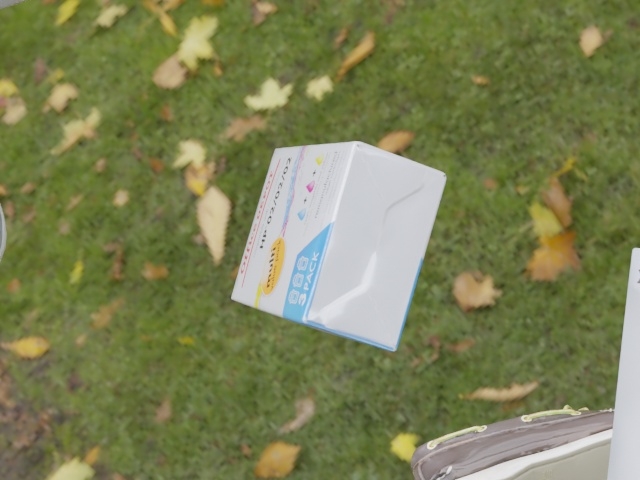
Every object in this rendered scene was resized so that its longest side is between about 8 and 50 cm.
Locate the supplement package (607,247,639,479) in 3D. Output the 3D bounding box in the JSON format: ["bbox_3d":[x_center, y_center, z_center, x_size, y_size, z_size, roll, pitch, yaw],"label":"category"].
[{"bbox_3d":[0.384,0.118,0.927,0.199,0.263,0.198,9,94,63],"label":"supplement package"}]

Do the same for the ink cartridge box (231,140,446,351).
[{"bbox_3d":[0.000,0.000,0.760,0.181,0.062,0.104,6,79,71],"label":"ink cartridge box"}]

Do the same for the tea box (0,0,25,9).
[{"bbox_3d":[-0.153,-0.355,0.832,0.324,0.329,0.220,-17,75,-1],"label":"tea box"}]

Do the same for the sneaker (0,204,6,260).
[{"bbox_3d":[-0.212,-0.056,0.627,0.086,0.228,0.132,-24,27,-7],"label":"sneaker"}]

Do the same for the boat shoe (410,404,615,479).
[{"bbox_3d":[0.260,0.230,1.372,0.324,0.116,0.096,-15,41,-9],"label":"boat shoe"}]
